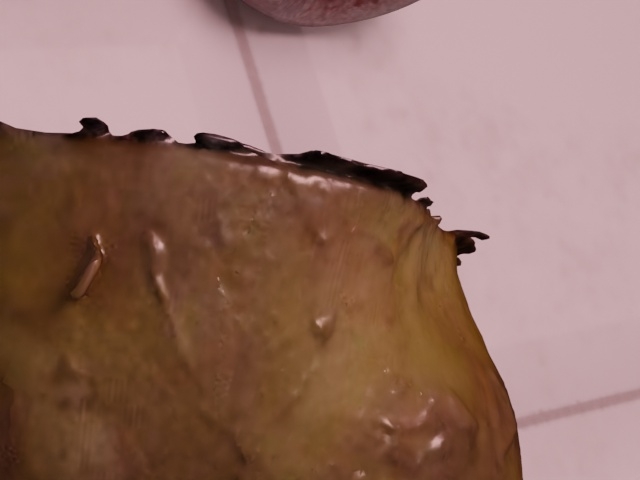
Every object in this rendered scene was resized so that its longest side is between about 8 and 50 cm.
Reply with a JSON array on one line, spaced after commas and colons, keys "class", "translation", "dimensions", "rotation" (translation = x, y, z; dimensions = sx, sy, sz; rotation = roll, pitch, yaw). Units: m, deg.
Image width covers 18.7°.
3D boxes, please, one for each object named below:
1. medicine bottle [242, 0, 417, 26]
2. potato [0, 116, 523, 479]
[{"class": "medicine bottle", "translation": [-0.005, -0.252, 1.070], "dimensions": [0.147, 0.147, 0.247], "rotation": [-2, 72, -42]}, {"class": "potato", "translation": [-0.063, 0.098, 0.802], "dimensions": [0.301, 0.289, 0.237], "rotation": [37, 59, -70]}]
